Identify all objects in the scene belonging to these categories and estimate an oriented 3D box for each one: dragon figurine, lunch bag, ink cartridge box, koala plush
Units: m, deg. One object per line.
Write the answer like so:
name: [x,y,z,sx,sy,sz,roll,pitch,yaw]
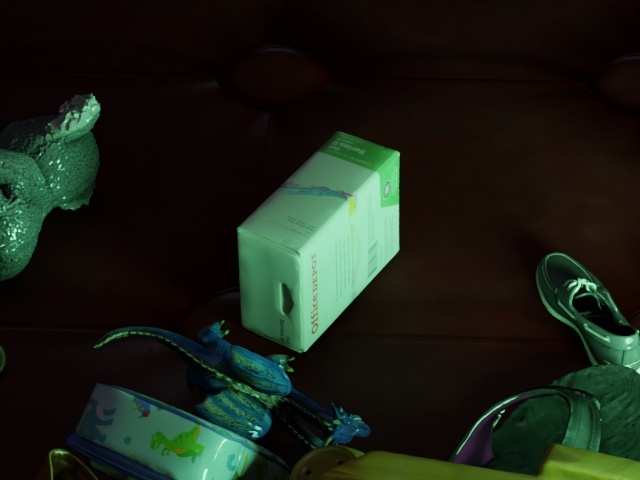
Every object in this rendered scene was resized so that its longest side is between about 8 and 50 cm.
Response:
dragon figurine: [-0.082,0.150,1.811,0.289,0.085,0.144,28,4,-20]
lunch bag: [-0.136,0.214,1.714,0.176,0.219,0.090,21,80,24]
ink cartridge box: [0.000,0.000,2.001,0.093,0.154,0.212,21,46,24]
koala plush: [-0.352,-0.074,2.088,0.221,0.196,0.203,-32,61,-31]

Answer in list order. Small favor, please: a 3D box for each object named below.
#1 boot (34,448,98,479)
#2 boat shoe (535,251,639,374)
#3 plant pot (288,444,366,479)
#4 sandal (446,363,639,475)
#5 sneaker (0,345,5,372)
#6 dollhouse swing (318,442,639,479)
boot: [-0.231,0.340,1.564,0.104,0.211,0.295,14,26,-36]
boat shoe: [0.306,0.069,1.981,0.075,0.065,0.206,-14,42,-14]
plant pot: [0.018,0.250,1.677,0.134,0.095,0.134,-12,42,12]
sandal: [0.187,0.242,1.751,0.446,0.107,0.167,-31,48,-29]
sneaker: [-0.450,0.135,1.925,0.192,0.064,0.086,-12,15,-32]
dollhouse swing: [0.149,0.383,1.526,0.305,0.315,0.347,-8,34,31]
